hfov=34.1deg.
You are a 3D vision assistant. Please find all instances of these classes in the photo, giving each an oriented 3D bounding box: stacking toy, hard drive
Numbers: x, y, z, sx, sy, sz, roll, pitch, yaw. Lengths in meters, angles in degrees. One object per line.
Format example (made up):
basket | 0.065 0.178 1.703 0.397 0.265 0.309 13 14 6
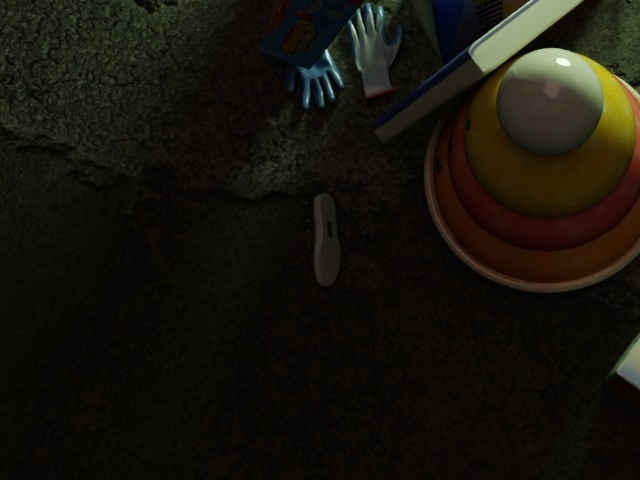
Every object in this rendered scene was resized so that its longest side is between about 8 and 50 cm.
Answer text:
stacking toy | 0.290 -0.136 1.321 0.350 0.480 0.351 -2 78 10
hard drive | 0.209 -0.242 1.414 0.210 0.318 0.040 -38 93 -21

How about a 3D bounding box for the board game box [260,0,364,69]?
board game box | 0.021 -0.445 1.506 0.086 0.302 0.308 17 76 -13

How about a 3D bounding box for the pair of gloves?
pair of gloves | 0.036 -0.289 1.634 0.198 0.023 0.159 -11 78 9

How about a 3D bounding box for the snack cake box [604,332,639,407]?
snack cake box | 0.516 0.226 1.380 0.264 0.152 0.089 36 87 14

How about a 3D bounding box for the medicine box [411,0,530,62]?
medicine box | 0.265 -0.417 1.490 0.289 0.263 0.149 -27 76 5

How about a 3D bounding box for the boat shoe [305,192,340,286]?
boat shoe | 0.000 0.000 1.579 0.040 0.049 0.142 -10 78 43

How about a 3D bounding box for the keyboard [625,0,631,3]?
keyboard | 0.527 -0.428 1.536 0.201 0.033 0.317 -7 68 20
